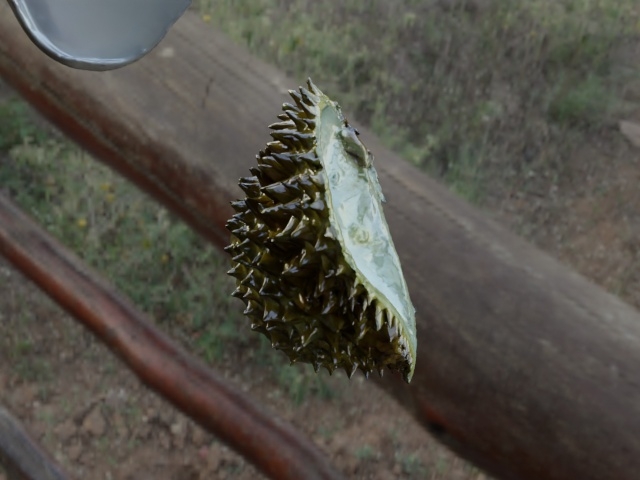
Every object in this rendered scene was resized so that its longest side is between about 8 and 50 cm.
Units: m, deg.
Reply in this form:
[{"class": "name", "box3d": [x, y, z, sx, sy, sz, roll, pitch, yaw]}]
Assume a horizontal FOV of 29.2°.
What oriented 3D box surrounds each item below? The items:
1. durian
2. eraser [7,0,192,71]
[{"class": "durian", "box3d": [0.000, 0.000, 0.988, 0.139, 0.144, 0.252, -2, 67, -45]}, {"class": "eraser", "box3d": [-0.146, -0.309, 0.721, 0.331, 0.331, 0.150, -3, 23, -12]}]
